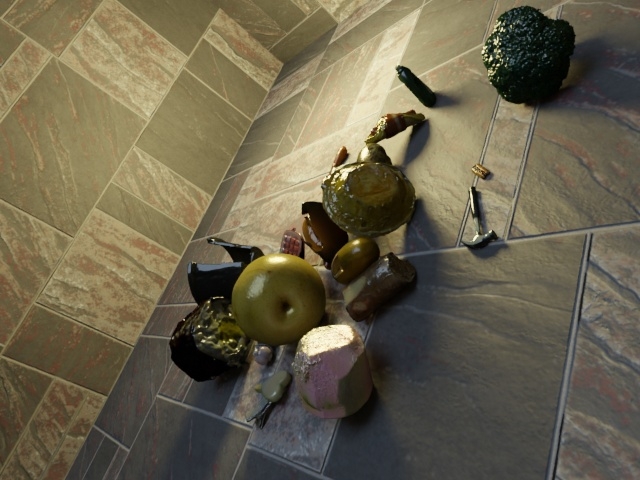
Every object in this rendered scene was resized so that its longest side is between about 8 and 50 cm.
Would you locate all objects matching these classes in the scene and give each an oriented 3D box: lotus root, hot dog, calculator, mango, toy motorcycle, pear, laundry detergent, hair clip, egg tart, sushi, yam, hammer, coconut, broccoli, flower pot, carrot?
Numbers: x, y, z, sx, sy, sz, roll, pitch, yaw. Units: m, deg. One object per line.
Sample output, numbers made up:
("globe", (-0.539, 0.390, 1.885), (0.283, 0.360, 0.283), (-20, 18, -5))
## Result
("lotus root", (0.211, -0.276, 1.975), (0.154, 0.154, 0.278), (-39, 33, 28))
("hot dog", (0.005, -0.002, 1.975), (0.107, 0.194, 0.325), (106, 163, -47))
("calculator", (-0.124, 0.108, 2.063), (0.220, 0.048, 0.329), (24, 108, 62))
("mango", (0.119, 0.065, 1.687), (0.167, 0.130, 0.262), (-37, -11, -26))
("toy motorcycle", (-0.212, 0.376, 1.992), (0.113, 0.113, 0.254), (-27, 40, 42))
("pear", (-0.153, 0.212, 1.815), (0.348, 0.348, 0.348), (-38, 32, 29))
("laundry detergent", (0.381, -0.636, 2.037), (0.063, 0.211, 0.137), (-39, 33, 27))
("hair clip", (-0.187, 0.552, 1.783), (0.218, 0.071, 0.159), (-52, 25, -4))
("egg tart", (0.173, -0.167, 1.749), (0.132, 0.342, 0.341), (95, -168, -61))
("sushi", (-0.461, 0.421, 2.106), (0.294, 0.282, 0.299), (-32, 42, 43))
("yam", (0.180, 0.146, 1.592), (0.238, 0.128, 0.129), (-41, 75, 26))
("hammer", (0.460, -0.073, 1.499), (0.103, 0.029, 0.246), (-34, 33, 33))
("hot dog", (0.507, -0.224, 1.595), (0.037, 0.021, 0.083), (-49, 30, 9))
("hot dog", (0.291, -0.475, 2.041), (0.262, 0.093, 0.123), (-27, 16, -3))
("coconut", (0.034, 0.390, 1.443), (0.234, 0.244, 0.233), (-10, 18, 3))
("broccoli", (0.648, -0.584, 1.544), (0.297, 0.297, 0.298), (-45, 21, -29))
("flower pot", (-0.389, 0.160, 2.304), (0.251, 0.379, 0.379), (-11, 47, 25))
("carrot", (0.072, -0.355, 2.396), (0.048, 0.048, 0.216), (14, 76, 61))

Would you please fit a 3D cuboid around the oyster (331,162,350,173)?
("oyster", (0.101, -0.214, 2.056), (0.162, 0.158, 0.350), (-60, 23, 31))
